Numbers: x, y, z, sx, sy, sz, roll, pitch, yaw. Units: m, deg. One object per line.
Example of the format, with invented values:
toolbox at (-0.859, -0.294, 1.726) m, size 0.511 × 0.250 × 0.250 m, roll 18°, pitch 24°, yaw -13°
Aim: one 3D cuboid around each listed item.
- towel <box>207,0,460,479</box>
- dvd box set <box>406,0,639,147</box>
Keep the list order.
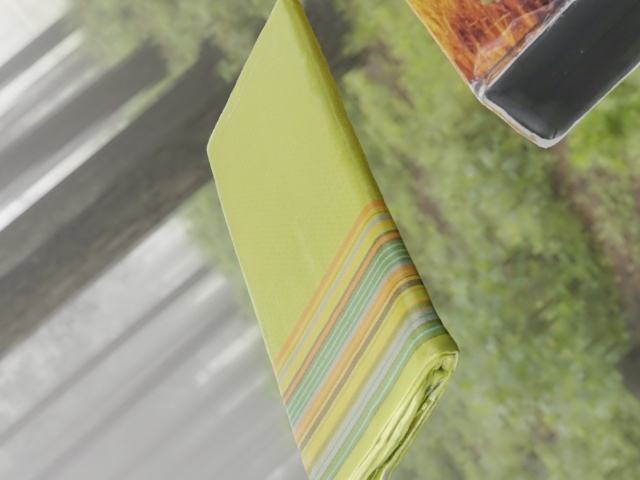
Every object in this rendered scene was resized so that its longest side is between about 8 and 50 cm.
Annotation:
towel at (0.000, 0.000, 0.755) m, size 0.021 × 0.102 × 0.237 m, roll 10°, pitch -142°, yaw -28°
dvd box set at (0.102, -0.284, 0.800) m, size 0.062 × 0.307 × 0.420 m, roll 29°, pitch -156°, yaw -44°
